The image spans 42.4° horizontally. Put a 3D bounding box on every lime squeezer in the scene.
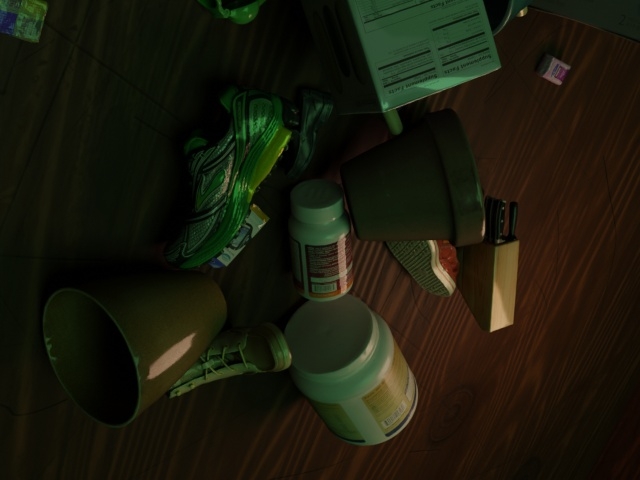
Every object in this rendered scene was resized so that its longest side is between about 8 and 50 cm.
[{"bbox_3d":[-0.141,-0.383,1.226,0.310,0.059,0.109,1,118,-42],"label":"lime squeezer"}]

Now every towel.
[{"bbox_3d":[-0.402,-0.297,1.084,0.083,0.009,0.060,9,112,-46],"label":"towel"}]

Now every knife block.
[{"bbox_3d":[0.405,0.039,1.900,0.088,0.275,0.242,-13,156,-36],"label":"knife block"}]

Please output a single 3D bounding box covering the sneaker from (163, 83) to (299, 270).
[{"bbox_3d":[-0.179,-0.106,1.364,0.146,0.134,0.343,23,107,-23],"label":"sneaker"}]

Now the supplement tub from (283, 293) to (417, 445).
[{"bbox_3d":[0.065,0.275,1.758,0.228,0.228,0.316,-41,139,-12],"label":"supplement tub"}]

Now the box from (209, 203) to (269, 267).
[{"bbox_3d":[-0.163,-0.014,1.496,0.136,0.028,0.081,-46,139,-2],"label":"box"}]

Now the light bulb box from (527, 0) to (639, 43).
[{"bbox_3d":[0.636,-0.512,1.611,0.361,0.358,0.225,-5,119,-39],"label":"light bulb box"}]

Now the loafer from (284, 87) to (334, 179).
[{"bbox_3d":[-0.036,-0.191,1.469,0.061,0.062,0.170,15,106,-24],"label":"loafer"}]

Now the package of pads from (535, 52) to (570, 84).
[{"bbox_3d":[0.520,-0.383,1.848,0.083,0.032,0.050,10,114,-46],"label":"package of pads"}]

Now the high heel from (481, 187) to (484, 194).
[{"bbox_3d":[0.292,-0.167,1.756,0.261,0.093,0.186,1,114,-42],"label":"high heel"}]

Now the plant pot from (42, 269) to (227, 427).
[{"bbox_3d":[-0.286,0.145,1.376,0.254,0.237,0.237,-28,136,-48],"label":"plant pot"}]

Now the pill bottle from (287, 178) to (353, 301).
[{"bbox_3d":[0.000,0.000,1.581,0.121,0.121,0.221,-26,133,-26],"label":"pill bottle"}]

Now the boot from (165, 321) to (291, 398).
[{"bbox_3d":[-0.186,0.218,1.493,0.204,0.262,0.095,-17,96,-30],"label":"boot"}]

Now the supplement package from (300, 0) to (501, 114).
[{"bbox_3d":[0.101,-0.341,1.212,0.198,0.199,0.262,-22,103,-14],"label":"supplement package"}]

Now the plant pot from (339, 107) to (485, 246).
[{"bbox_3d":[0.163,-0.094,1.541,0.229,0.263,0.263,-15,133,0],"label":"plant pot"}]

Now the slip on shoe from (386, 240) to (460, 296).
[{"bbox_3d":[0.230,0.007,1.817,0.331,0.123,0.101,51,58,-49],"label":"slip on shoe"}]

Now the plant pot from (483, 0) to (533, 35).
[{"bbox_3d":[0.290,-0.495,1.298,0.255,0.272,0.271,-35,137,-19],"label":"plant pot"}]

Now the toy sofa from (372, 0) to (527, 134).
[{"bbox_3d":[0.225,-0.360,1.477,0.362,0.177,0.150,-44,145,-9],"label":"toy sofa"}]
